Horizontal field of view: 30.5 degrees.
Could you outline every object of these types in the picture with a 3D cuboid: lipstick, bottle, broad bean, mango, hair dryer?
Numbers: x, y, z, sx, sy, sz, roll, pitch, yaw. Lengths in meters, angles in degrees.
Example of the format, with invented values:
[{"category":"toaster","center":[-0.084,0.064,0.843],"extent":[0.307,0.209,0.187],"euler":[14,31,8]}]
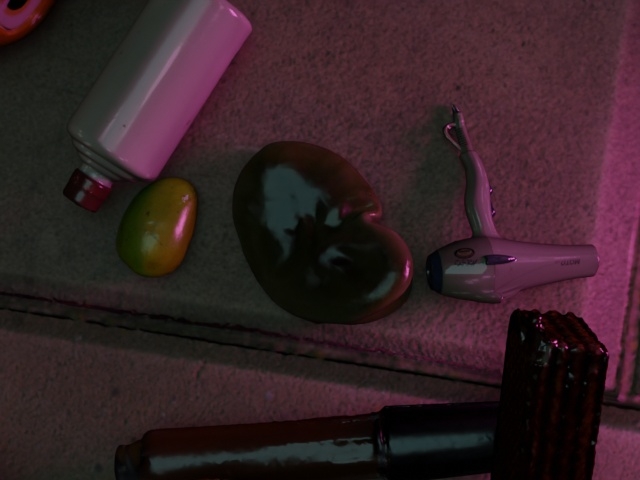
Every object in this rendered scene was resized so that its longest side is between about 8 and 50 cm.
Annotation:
[{"category":"lipstick","center":[0.011,0.201,1.131],"extent":[0.419,0.077,0.077],"euler":[-5,86,2]},{"category":"bottle","center":[-0.173,-0.137,1.155],"extent":[0.104,0.104,0.245],"euler":[33,88,5]},{"category":"broad bean","center":[0.000,-0.001,1.159],"extent":[0.207,0.072,0.153],"euler":[42,87,17]},{"category":"mango","center":[-0.161,-0.015,1.172],"extent":[0.073,0.056,0.108],"euler":[29,76,1]},{"category":"hair dryer","center":[0.194,-0.030,1.161],"extent":[0.167,0.067,0.199],"euler":[10,72,-5]}]

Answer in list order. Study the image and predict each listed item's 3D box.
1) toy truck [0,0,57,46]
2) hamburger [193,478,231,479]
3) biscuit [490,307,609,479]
[{"category":"toy truck","center":[-0.369,-0.304,1.099],"extent":[0.288,0.212,0.204],"euler":[26,86,-23]},{"category":"hamburger","center":[-0.004,0.317,1.013],"extent":[0.319,0.318,0.158],"euler":[19,91,5]},{"category":"biscuit","center":[0.191,0.252,1.049],"extent":[0.073,0.107,0.388],"euler":[3,103,-3]}]
